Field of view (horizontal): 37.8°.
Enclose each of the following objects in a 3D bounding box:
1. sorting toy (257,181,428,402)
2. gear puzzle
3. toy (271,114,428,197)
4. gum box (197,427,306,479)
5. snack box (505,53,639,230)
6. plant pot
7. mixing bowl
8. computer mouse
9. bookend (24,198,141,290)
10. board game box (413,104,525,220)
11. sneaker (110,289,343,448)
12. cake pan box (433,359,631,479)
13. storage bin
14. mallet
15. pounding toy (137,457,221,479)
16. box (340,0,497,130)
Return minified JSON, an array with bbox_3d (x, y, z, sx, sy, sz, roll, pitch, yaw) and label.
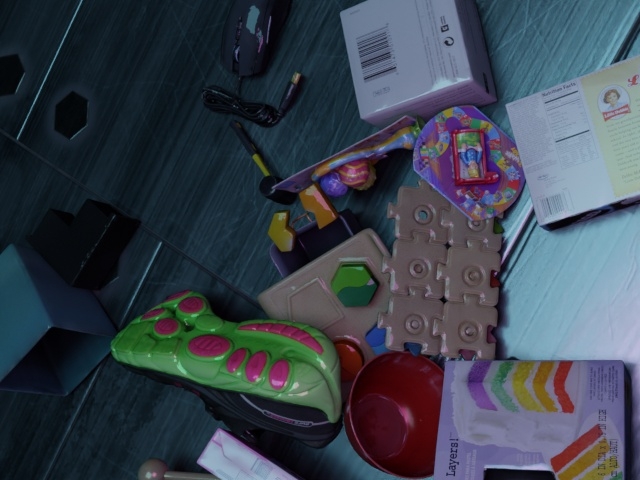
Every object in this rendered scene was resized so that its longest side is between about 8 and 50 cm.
[{"bbox_3d":[0.016,0.082,1.390,0.229,0.041,0.307,-32,95,23],"label":"sorting toy"},{"bbox_3d":[0.175,0.002,1.347,0.176,0.044,0.338,7,78,-7],"label":"gear puzzle"},{"bbox_3d":[0.060,-0.108,1.410,0.237,0.137,0.056,-29,77,23],"label":"toy"},{"bbox_3d":[-0.082,0.361,1.409,0.188,0.107,0.062,30,81,14],"label":"gum box"},{"bbox_3d":[0.428,-0.149,1.256,0.322,0.060,0.187,-18,75,25],"label":"snack box"},{"bbox_3d":[-0.509,0.131,1.675,0.165,0.166,0.234,-45,58,16],"label":"plant pot"},{"bbox_3d":[0.103,0.256,1.333,0.098,0.182,0.181,-41,60,57],"label":"mixing bowl"},{"bbox_3d":[-0.102,-0.323,1.570,0.184,0.060,0.262,28,97,30],"label":"computer mouse"},{"bbox_3d":[-0.435,-0.018,1.703,0.157,0.072,0.156,39,101,28],"label":"bookend"},{"bbox_3d":[0.219,-0.115,1.329,0.169,0.033,0.133,41,80,-2],"label":"board game box"},{"bbox_3d":[-0.157,0.211,1.445,0.483,0.185,0.202,13,130,46],"label":"sneaker"},{"bbox_3d":[0.272,0.286,1.215,0.246,0.070,0.266,-3,58,26],"label":"cake pan box"},{"bbox_3d":[0.000,0.000,1.442,0.135,0.091,0.098,-28,97,22],"label":"storage bin"},{"bbox_3d":[-0.099,-0.132,1.562,0.039,0.062,0.189,-43,51,15],"label":"mallet"},{"bbox_3d":[-0.247,0.474,1.466,0.183,0.110,0.236,4,85,29],"label":"pounding toy"},{"bbox_3d":[0.146,-0.274,1.394,0.182,0.119,0.180,-17,75,25],"label":"box"}]
